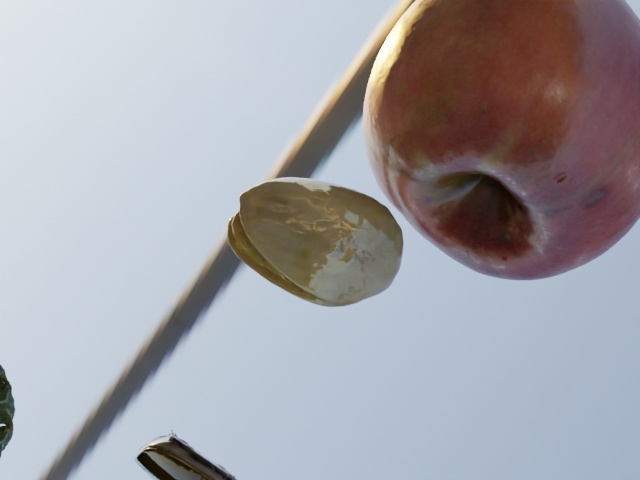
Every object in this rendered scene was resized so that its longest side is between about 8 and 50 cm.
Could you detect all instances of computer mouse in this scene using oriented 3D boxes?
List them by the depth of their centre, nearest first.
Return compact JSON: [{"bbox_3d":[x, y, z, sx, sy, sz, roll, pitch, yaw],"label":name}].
[{"bbox_3d":[-0.168,0.311,2.369,0.072,0.158,0.310,-56,-178,-8],"label":"computer mouse"}]

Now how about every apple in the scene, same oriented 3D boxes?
[{"bbox_3d":[0.232,-0.154,2.087,0.364,0.364,0.364,-34,-140,34],"label":"apple"}]

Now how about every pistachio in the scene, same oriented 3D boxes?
[{"bbox_3d":[0.000,0.000,1.975,0.117,0.201,0.145,-48,-144,42],"label":"pistachio"}]

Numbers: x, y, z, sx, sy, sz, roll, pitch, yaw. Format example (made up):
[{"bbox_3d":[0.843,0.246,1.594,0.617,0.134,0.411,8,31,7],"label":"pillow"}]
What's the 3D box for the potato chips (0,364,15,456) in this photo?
[{"bbox_3d":[-0.567,0.176,2.087,0.389,0.373,0.097,-31,178,-4],"label":"potato chips"}]
